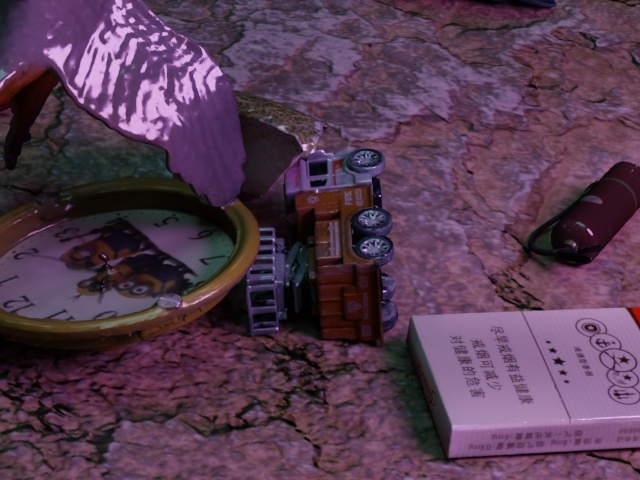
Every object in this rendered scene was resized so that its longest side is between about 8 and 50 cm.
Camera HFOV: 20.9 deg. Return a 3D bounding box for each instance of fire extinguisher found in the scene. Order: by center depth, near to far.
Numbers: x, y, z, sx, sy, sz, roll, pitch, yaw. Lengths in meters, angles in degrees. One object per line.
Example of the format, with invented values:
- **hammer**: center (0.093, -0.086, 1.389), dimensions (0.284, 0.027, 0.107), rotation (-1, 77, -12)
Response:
- **fire extinguisher**: center (0.226, -0.016, 1.476), dimensions (0.078, 0.045, 0.157), rotation (-5, 24, 36)

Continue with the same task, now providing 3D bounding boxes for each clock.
- **clock**: center (-0.159, 0.025, 1.312), dimensions (0.237, 0.057, 0.237), rotation (-5, 29, 3)

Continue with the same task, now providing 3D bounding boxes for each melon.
- **melon**: center (-0.077, -0.081, 1.394), dimensions (0.139, 0.093, 0.202), rotation (27, -8, -16)

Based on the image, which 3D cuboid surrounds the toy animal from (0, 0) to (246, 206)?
- **toy animal**: center (-0.229, -0.124, 1.249), dimensions (0.225, 0.302, 0.284), rotation (18, 32, 32)

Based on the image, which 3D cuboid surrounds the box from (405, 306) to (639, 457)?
- **box**: center (0.197, 0.102, 1.296), dimensions (0.245, 0.035, 0.139), rotation (-2, 34, -13)

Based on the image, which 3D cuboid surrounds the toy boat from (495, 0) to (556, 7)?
- **toy boat**: center (0.136, -0.295, 1.840), dimensions (0.246, 0.103, 0.093), rotation (21, 20, -4)

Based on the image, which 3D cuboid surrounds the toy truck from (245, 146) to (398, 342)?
- **toy truck**: center (0.000, 0.001, 1.377), dimensions (0.115, 0.080, 0.177), rotation (-3, 36, 2)

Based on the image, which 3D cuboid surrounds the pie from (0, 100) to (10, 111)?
- **pie**: center (-0.332, -0.157, 1.585), dimensions (0.154, 0.036, 0.154), rotation (4, 34, -3)
